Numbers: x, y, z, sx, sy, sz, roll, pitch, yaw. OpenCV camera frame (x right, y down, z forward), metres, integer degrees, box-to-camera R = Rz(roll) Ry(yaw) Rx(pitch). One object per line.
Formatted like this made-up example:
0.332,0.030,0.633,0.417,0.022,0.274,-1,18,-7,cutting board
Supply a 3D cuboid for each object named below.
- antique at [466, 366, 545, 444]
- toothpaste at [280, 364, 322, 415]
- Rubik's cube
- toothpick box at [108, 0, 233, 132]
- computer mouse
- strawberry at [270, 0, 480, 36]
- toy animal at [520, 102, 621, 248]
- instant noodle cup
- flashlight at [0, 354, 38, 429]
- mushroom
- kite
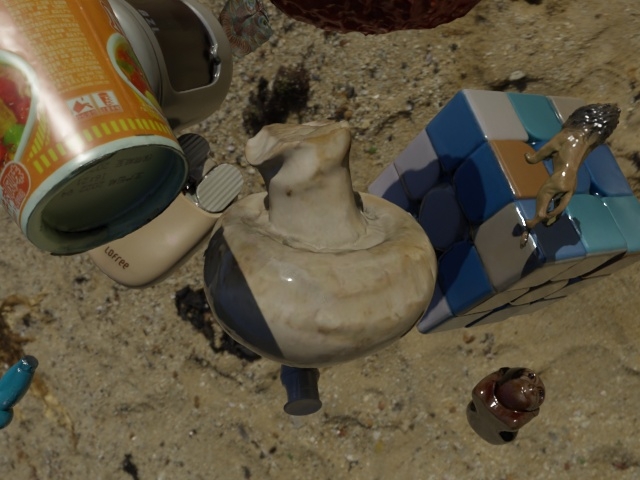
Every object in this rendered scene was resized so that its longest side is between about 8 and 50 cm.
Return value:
0.401,0.343,1.277,0.121,0.143,0.257,45,165,27,antique
-0.045,0.139,0.944,0.061,0.266,0.096,-17,141,5,toothpaste
0.352,-0.049,1.165,0.347,0.344,0.347,-48,54,51,Rubik's cube
-0.261,-0.243,0.869,0.228,0.316,0.229,6,112,15,toothpick box
-0.220,-0.042,0.849,0.145,0.236,0.082,45,162,-5,computer mouse
0.070,-0.342,0.646,0.276,0.257,0.257,17,124,-9,strawberry
0.308,-0.090,0.787,0.086,0.069,0.220,34,101,59,toy animal
-0.187,-0.096,0.415,0.185,0.168,0.168,54,130,14,instant noodle cup
-0.461,0.228,0.892,0.051,0.051,0.129,41,101,18,flashlight
0.000,0.000,0.741,0.297,0.297,0.290,21,124,30,mushroom
-0.188,-0.383,1.152,0.016,0.229,0.127,28,159,43,kite
